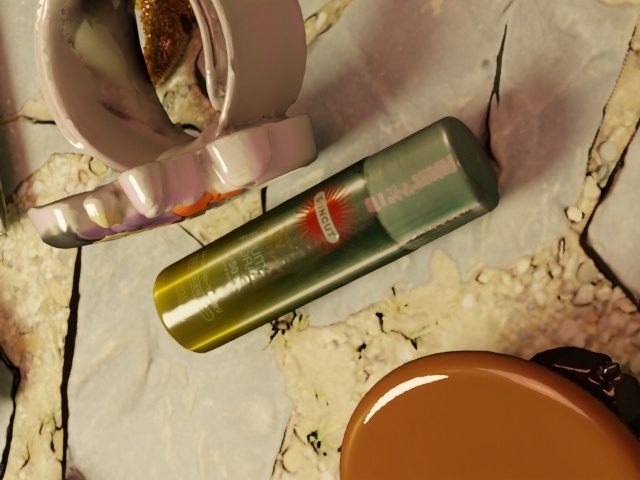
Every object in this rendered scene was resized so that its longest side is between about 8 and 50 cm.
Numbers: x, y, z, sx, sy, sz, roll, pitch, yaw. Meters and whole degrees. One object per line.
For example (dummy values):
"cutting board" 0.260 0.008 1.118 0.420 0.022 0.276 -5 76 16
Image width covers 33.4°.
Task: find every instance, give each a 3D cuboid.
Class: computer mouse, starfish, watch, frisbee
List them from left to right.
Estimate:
"watch" -0.141 -0.124 0.839 0.244 0.196 0.231 -18 96 36
"starfish" -0.142 -0.248 0.955 0.227 0.043 0.240 27 95 26
"frisbee" 0.122 0.194 0.744 0.251 0.021 0.250 12 114 28
"computer mouse" 0.160 0.137 0.747 0.099 0.057 0.172 44 122 13

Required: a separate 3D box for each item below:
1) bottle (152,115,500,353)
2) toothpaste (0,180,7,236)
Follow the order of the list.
"bottle" 0.000 0.000 0.837 0.286 0.082 0.082 -28 74 24
"toothpaste" -0.376 -0.181 1.067 0.099 0.061 0.392 -18 79 35
